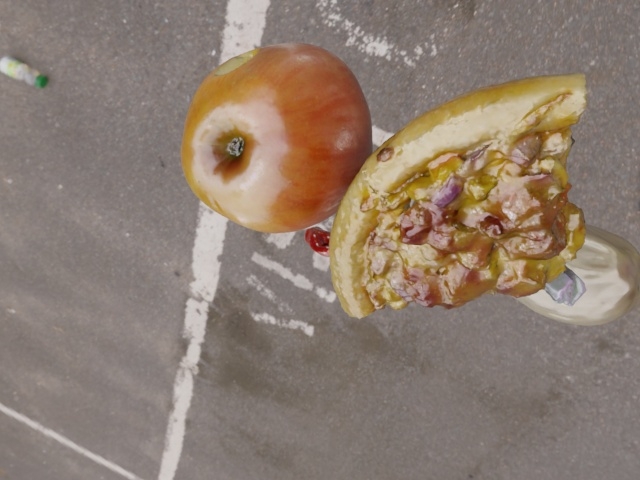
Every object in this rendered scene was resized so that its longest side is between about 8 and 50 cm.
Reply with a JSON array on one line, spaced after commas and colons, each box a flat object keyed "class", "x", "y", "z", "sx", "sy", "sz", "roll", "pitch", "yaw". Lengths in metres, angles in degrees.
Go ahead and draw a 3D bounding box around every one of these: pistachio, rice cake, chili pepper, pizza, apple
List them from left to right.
[{"class": "apple", "x": -0.054, "y": -0.134, "z": 0.696, "sx": 0.242, "sy": 0.241, "sz": 0.242, "roll": 12, "pitch": 116, "yaw": 27}, {"class": "chili pepper", "x": -0.001, "y": 0.000, "z": 1.216, "sx": 0.191, "sy": 0.059, "sz": 0.050, "roll": 34, "pitch": 145, "yaw": 62}, {"class": "pizza", "x": 0.157, "y": -0.016, "z": 0.608, "sx": 0.277, "sy": 0.114, "sz": 0.409, "roll": 29, "pitch": 135, "yaw": -20}, {"class": "rice cake", "x": 0.329, "y": -0.007, "z": 0.869, "sx": 0.055, "sy": 0.049, "sz": 0.270, "roll": -50, "pitch": 53, "yaw": 26}, {"class": "pistachio", "x": 0.474, "y": 0.057, "z": 1.061, "sx": 0.332, "sy": 0.208, "sz": 0.226, "roll": 14, "pitch": 148, "yaw": 31}]
